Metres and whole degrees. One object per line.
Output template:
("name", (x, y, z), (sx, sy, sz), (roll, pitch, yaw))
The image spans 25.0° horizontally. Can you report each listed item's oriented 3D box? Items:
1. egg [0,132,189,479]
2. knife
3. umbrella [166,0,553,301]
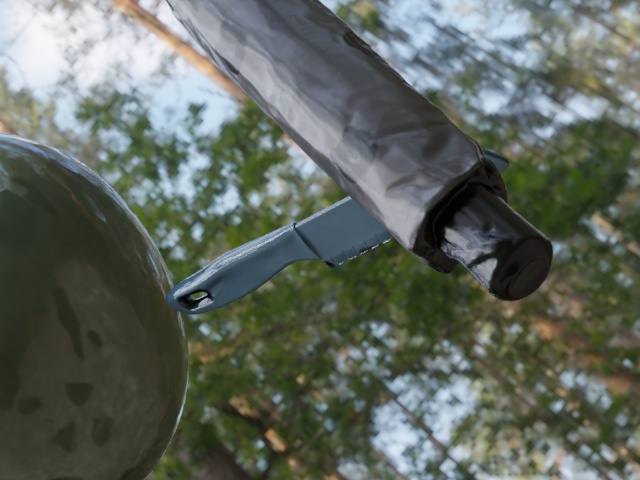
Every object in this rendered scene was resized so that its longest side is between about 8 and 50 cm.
("egg", (-0.251, 0.065, 1.216), (0.258, 0.352, 0.258), (-33, -20, -14))
("knife", (0.000, 0.000, 0.953), (0.313, 0.044, 0.019), (-27, 17, 42))
("umbrella", (0.013, -0.078, 0.831), (0.073, 0.337, 0.067), (-50, -38, 10))
